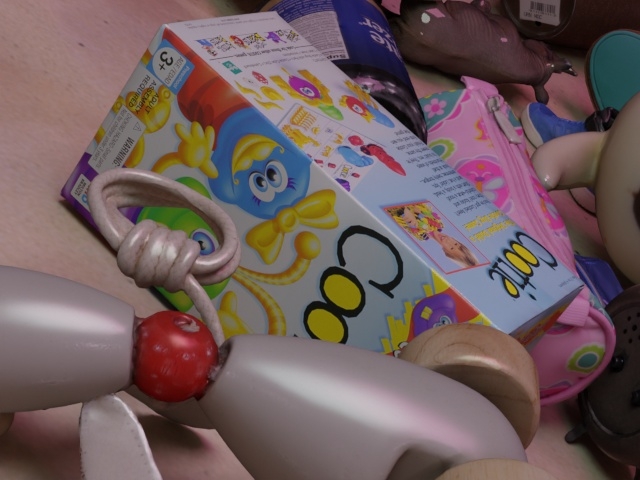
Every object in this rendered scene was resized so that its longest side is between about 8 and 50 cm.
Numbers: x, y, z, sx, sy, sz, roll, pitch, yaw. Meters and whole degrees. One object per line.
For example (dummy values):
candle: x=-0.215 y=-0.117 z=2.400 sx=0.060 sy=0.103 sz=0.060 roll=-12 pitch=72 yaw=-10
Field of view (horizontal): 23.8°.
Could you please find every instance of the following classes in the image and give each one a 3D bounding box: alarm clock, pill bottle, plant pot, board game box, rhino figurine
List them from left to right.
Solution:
board game box: x=0.000 y=0.000 z=0.950 sx=0.275 sy=0.142 sz=0.144 roll=43 pitch=27 yaw=14
pill bottle: x=0.011 y=-0.097 z=1.134 sx=0.122 sy=0.123 sz=0.219 roll=22 pitch=29 yaw=-25
rhino figurine: x=0.159 y=-0.195 z=1.509 sx=0.243 sy=0.073 sz=0.106 roll=15 pitch=28 yaw=-29
plant pot: x=0.320 y=-0.305 z=1.759 sx=0.230 sy=0.215 sz=0.215 roll=-22 pitch=60 yaw=-42
alarm clock: x=0.243 y=0.079 z=1.047 sx=0.064 sy=0.192 sz=0.129 roll=17 pitch=32 yaw=-30

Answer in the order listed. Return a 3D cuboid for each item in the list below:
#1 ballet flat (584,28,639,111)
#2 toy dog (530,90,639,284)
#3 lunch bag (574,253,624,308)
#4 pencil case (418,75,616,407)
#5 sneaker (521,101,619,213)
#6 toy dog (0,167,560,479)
ballet flat: x=0.405 y=-0.078 z=1.587 sx=0.342 sy=0.116 sz=0.124 roll=49 pitch=10 yaw=24
toy dog: x=0.390 y=-0.009 z=1.187 sx=0.395 sy=0.285 sz=0.408 roll=19 pitch=17 yaw=-13
lunch bag: x=0.192 y=0.057 z=1.160 sx=0.065 sy=0.067 sz=0.098 roll=14 pitch=35 yaw=-34
pencil case: x=0.123 y=-0.005 z=1.122 sx=0.124 sy=0.124 sz=0.284 roll=22 pitch=31 yaw=-24
sneaker: x=0.256 y=-0.103 z=1.465 sx=0.058 sy=0.084 sz=0.152 roll=14 pitch=34 yaw=-35
toy dog: x=-0.031 y=0.116 z=0.776 sx=0.333 sy=0.161 sz=0.220 roll=25 pitch=28 yaw=12
